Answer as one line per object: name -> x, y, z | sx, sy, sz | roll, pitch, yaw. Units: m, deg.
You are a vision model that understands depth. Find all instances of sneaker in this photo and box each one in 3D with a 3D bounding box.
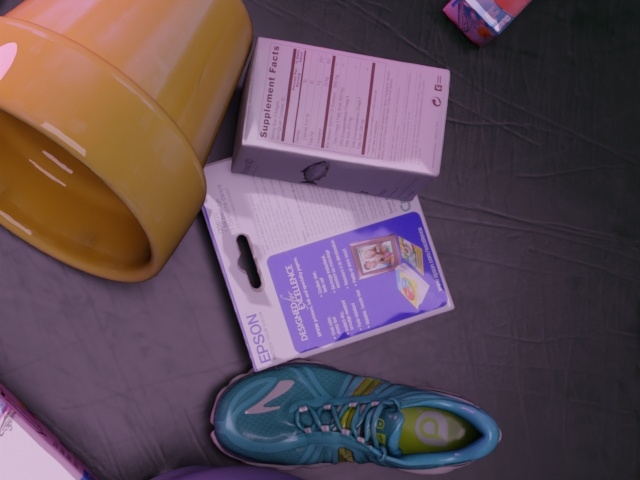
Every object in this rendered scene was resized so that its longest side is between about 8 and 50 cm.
sneaker -> 0.035, 0.166, 1.164 | 0.275, 0.110, 0.107 | 4, 83, -10

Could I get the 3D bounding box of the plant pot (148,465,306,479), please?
plant pot -> -0.072, 0.310, 1.042 | 0.272, 0.255, 0.271 | -2, 96, -22

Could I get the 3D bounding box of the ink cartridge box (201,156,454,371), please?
ink cartridge box -> 0.000, 0.000, 1.200 | 0.208, 0.045, 0.206 | -17, 86, -13

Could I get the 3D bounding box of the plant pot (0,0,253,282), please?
plant pot -> -0.187, -0.131, 1.089 | 0.254, 0.254, 0.239 | 35, 64, -7

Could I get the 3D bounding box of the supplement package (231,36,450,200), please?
supplement package -> 0.016, -0.108, 1.142 | 0.179, 0.105, 0.105 | 9, 78, -8

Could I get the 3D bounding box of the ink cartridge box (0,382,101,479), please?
ink cartridge box -> -0.309, 0.208, 1.059 | 0.233, 0.171, 0.168 | 45, 78, -5

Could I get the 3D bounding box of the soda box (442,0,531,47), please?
soda box -> 0.209, -0.281, 1.258 | 0.058, 0.063, 0.183 | 44, 79, -5
